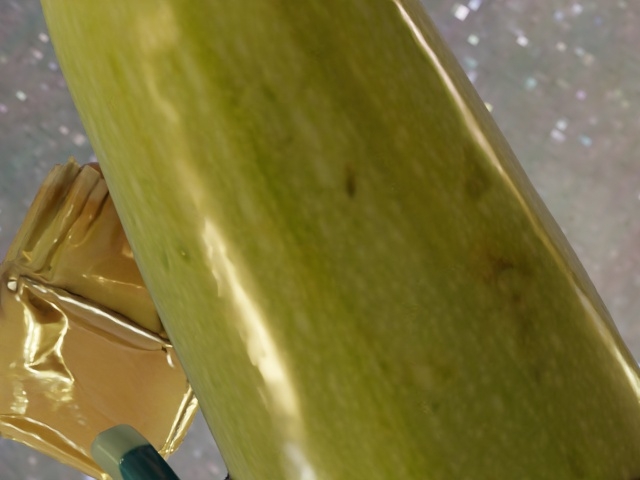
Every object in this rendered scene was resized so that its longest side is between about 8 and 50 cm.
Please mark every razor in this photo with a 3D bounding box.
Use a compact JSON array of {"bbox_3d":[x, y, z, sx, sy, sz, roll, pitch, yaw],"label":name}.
[{"bbox_3d":[-0.032,0.149,0.758,0.068,0.191,0.037,-20,-20,-38],"label":"razor"}]

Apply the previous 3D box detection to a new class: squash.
[{"bbox_3d":[-0.016,-0.028,0.527,0.137,0.137,0.287,-40,-62,-18],"label":"squash"}]

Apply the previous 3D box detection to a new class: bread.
[{"bbox_3d":[-0.120,0.051,1.121,0.107,0.136,0.241,-63,0,-29],"label":"bread"}]
